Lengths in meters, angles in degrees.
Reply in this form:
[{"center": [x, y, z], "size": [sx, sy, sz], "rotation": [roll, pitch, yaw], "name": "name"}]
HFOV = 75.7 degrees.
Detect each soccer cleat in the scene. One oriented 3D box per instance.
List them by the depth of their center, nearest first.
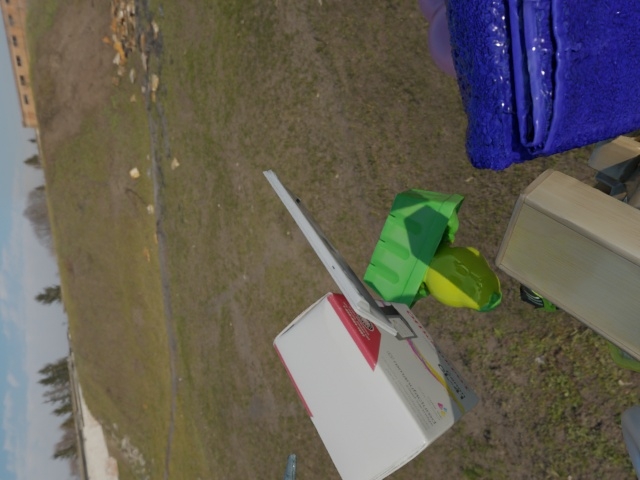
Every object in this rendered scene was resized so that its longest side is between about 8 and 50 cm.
[{"center": [0.509, 0.119, 0.998], "size": [0.179, 0.060, 0.072], "rotation": [42, 149, -23], "name": "soccer cleat"}]

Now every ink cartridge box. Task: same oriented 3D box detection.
[{"center": [0.101, 0.212, 0.645], "size": [0.131, 0.306, 0.226], "rotation": [-45, 61, 18], "name": "ink cartridge box"}]

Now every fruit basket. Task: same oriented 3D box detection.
[{"center": [0.345, 0.058, 1.181], "size": [0.391, 0.282, 0.393], "rotation": [6, 104, 25], "name": "fruit basket"}]

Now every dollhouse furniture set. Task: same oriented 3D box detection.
[{"center": [0.484, -0.052, 0.566], "size": [0.256, 0.394, 0.362], "rotation": [41, 157, 32], "name": "dollhouse furniture set"}]

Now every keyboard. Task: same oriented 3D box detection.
[{"center": [0.000, 0.000, 0.449], "size": [0.014, 0.072, 0.256], "rotation": [-40, 44, 5], "name": "keyboard"}]

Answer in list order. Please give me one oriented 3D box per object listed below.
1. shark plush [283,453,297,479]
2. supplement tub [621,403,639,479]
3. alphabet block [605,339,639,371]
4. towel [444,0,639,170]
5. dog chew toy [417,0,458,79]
[{"center": [-0.030, 0.347, 0.487], "size": [0.067, 0.073, 0.161], "rotation": [-26, 29, 22], "name": "shark plush"}, {"center": [0.532, 0.265, 0.406], "size": [0.330, 0.241, 0.241], "rotation": [-20, 78, 22], "name": "supplement tub"}, {"center": [0.727, 0.154, 0.850], "size": [0.192, 0.196, 0.194], "rotation": [121, 129, -83], "name": "alphabet block"}, {"center": [0.184, -0.215, 0.261], "size": [0.076, 0.227, 0.309], "rotation": [-134, 30, -69], "name": "towel"}, {"center": [0.225, -0.387, 0.578], "size": [0.206, 0.206, 0.333], "rotation": [-1, 81, 58], "name": "dog chew toy"}]
